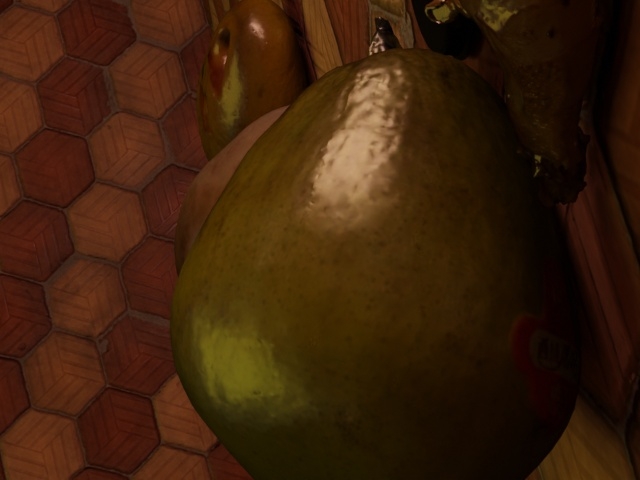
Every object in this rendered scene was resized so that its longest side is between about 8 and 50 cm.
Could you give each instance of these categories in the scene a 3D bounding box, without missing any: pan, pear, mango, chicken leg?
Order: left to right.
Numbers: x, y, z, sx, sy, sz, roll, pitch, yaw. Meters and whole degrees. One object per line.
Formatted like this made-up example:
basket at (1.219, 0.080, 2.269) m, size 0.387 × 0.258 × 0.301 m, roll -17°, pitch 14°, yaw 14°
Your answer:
mango at (-0.100, -0.233, 1.655) m, size 0.365 × 0.182 × 0.253 m, roll 103°, pitch 156°, yaw -50°
pear at (0.045, 0.021, 0.735) m, size 0.287 × 0.287 × 0.375 m, roll 128°, pitch 144°, yaw -80°
pan at (0.104, -0.181, 0.768) m, size 0.235 × 0.028 × 0.136 m, roll -115°, pitch 13°, yaw -53°
chicken leg at (0.120, -0.112, 0.593) m, size 0.101 × 0.085 × 0.207 m, roll 19°, pitch 140°, yaw 39°

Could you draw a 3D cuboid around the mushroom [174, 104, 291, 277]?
mushroom at (0.000, 0.000, 1.069) m, size 0.290 × 0.292 × 0.292 m, roll -55°, pitch -47°, yaw -77°
